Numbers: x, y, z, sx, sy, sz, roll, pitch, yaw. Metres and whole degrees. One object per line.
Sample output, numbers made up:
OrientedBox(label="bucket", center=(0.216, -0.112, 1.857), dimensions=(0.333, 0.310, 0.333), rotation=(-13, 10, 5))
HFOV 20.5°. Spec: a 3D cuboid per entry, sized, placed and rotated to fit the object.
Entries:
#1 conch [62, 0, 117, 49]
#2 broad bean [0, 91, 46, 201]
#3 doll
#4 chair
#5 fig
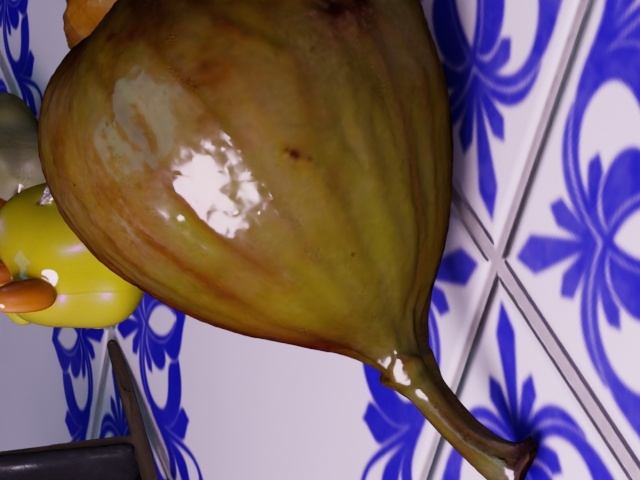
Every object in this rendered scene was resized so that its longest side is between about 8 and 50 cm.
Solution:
OrientedBox(label="conch", center=(-0.084, -0.193, 1.176), dimensions=(0.330, 0.093, 0.109), rotation=(-25, 52, 45))
OrientedBox(label="broad bean", center=(-0.282, -0.040, 1.640), dimensions=(0.263, 0.121, 0.189), rotation=(-121, 26, -72))
OrientedBox(label="doll", center=(-0.148, -0.001, 1.180), dimensions=(0.143, 0.221, 0.135), rotation=(-121, 30, -51))
OrientedBox(label="chair", center=(-0.215, 0.227, 1.439), dimensions=(0.272, 0.166, 0.188), rotation=(-125, 37, -49))
OrientedBox(label="fig", center=(0.000, 0.000, 0.894), dimensions=(0.321, 0.217, 0.217), rotation=(58, 150, 11))
